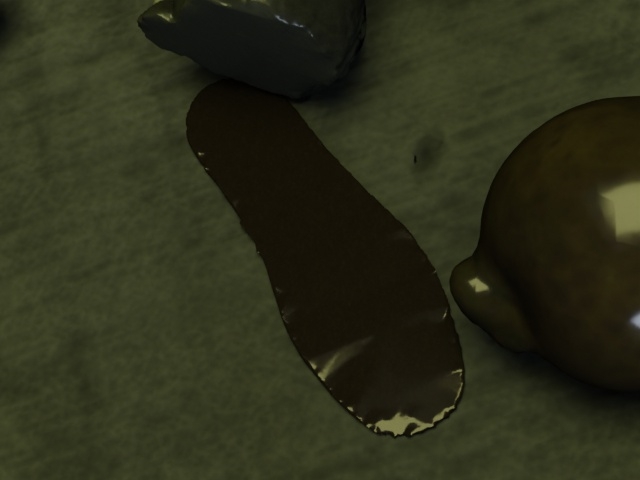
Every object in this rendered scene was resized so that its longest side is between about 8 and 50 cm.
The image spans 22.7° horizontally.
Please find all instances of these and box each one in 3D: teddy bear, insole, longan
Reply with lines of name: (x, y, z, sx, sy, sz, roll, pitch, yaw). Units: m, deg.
teddy bear: (0.004, -0.213, 1.171, 0.171, 0.144, 0.251, 33, 69, 0)
insole: (0.000, 0.000, 1.122, 0.111, 0.007, 0.328, -30, 61, -7)
longan: (0.179, 0.006, 0.998, 0.204, 0.159, 0.185, -19, 69, 15)
